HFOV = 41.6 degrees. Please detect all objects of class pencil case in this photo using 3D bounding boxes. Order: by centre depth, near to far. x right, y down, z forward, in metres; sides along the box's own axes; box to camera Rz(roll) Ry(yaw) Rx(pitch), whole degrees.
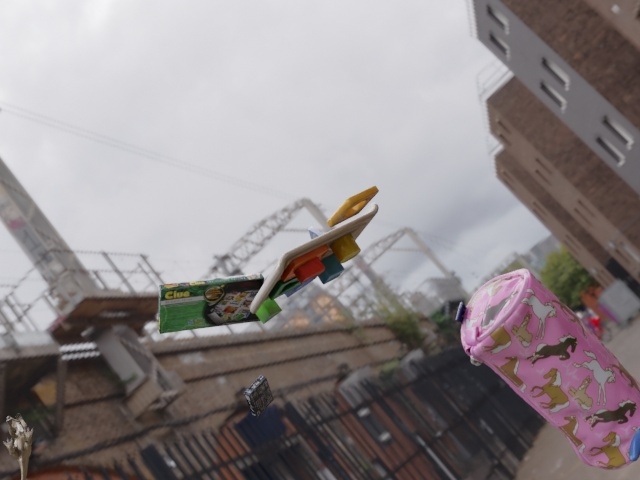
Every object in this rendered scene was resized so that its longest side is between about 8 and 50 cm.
[{"bbox_3d":[0.402,0.222,1.412,0.167,0.386,0.160,-38,19,30],"label":"pencil case"}]

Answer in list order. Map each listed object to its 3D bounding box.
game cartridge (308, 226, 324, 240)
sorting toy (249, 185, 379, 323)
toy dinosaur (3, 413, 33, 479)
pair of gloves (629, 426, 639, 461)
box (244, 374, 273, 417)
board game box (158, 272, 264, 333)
[{"bbox_3d":[0.000,0.000,2.082,0.017,0.083,0.056,-30,-49,-22],"label":"game cartridge"},{"bbox_3d":[-0.004,0.037,1.256,0.196,0.047,0.347,-31,-13,-29],"label":"sorting toy"},{"bbox_3d":[-0.553,0.389,1.562,0.053,0.183,0.092,-10,-42,-16],"label":"toy dinosaur"},{"bbox_3d":[0.578,0.343,1.319,0.023,0.198,0.159,113,179,-50],"label":"pair of gloves"},{"bbox_3d":[-0.149,0.379,2.046,0.067,0.018,0.083,-46,-43,-35],"label":"box"},{"bbox_3d":[-0.271,0.156,2.087,0.260,0.030,0.136,-5,-55,-21],"label":"board game box"}]
